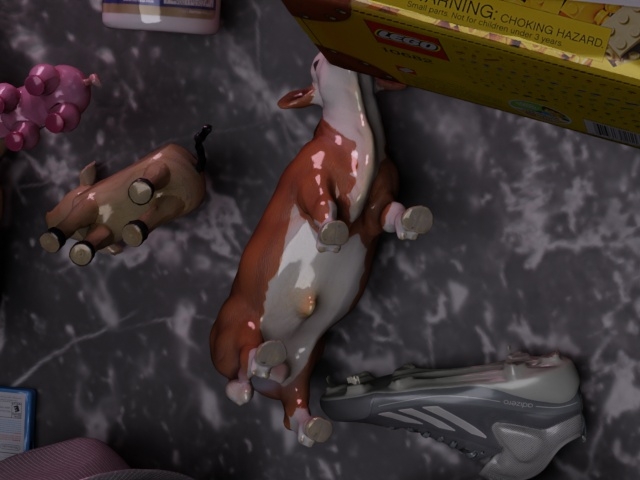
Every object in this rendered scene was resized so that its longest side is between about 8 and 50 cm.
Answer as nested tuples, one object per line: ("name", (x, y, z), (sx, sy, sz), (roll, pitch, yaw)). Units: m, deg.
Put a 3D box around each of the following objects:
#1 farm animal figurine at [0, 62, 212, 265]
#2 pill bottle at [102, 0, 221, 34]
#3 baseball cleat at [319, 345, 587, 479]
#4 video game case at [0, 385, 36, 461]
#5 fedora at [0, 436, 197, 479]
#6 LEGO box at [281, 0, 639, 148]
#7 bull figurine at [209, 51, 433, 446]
("farm animal figurine", (-0.272, -0.039, 1.559), (0.330, 0.172, 0.327), (30, 114, 5))
("pill bottle", (-0.120, -0.248, 1.523), (0.094, 0.094, 0.169), (6, 95, 17))
("baseball cleat", (0.101, 0.144, 1.496), (0.206, 0.072, 0.109), (-8, 98, 21))
("video game case", (-0.301, 0.204, 1.653), (0.119, 0.015, 0.166), (4, 95, 16))
("fedora", (-0.216, 0.250, 1.552), (0.275, 0.243, 0.124), (-44, 49, 4))
("LEGO box", (0.269, -0.253, 1.308), (0.500, 0.193, 0.372), (16, 83, 15))
("bull figurine", (0.000, 0.000, 1.476), (0.101, 0.188, 0.310), (15, 108, -16))
